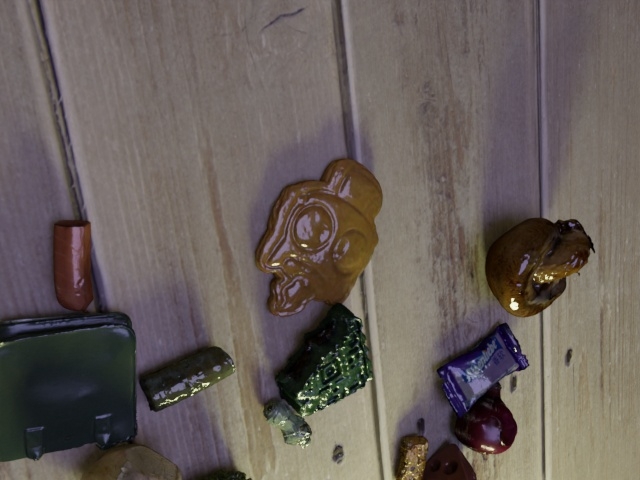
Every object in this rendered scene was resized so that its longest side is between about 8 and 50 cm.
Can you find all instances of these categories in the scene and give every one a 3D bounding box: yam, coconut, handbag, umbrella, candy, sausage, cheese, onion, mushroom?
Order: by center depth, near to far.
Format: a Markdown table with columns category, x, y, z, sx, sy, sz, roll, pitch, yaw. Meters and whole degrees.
| category | x | y | z | sx | sy | sz | roll | pitch | yaw |
| --- | --- | --- | --- | --- | --- | --- | --- | --- | --- |
| sausage | -0.433 | 0.050 | 1.148 | 0.065 | 0.065 | 0.169 | -3 | 104 | -30 |
| handbag | -0.455 | 0.263 | 1.162 | 0.248 | 0.079 | 0.259 | -4 | 110 | -28 |
| coconut | -0.355 | 0.472 | 1.217 | 0.195 | 0.194 | 0.194 | -7 | 105 | -29 |
| yam | -0.262 | 0.269 | 1.287 | 0.179 | 0.078 | 0.078 | -24 | 112 | -25 |
| umbrella | -0.068 | 0.409 | 1.442 | 0.067 | 0.062 | 0.143 | -43 | 115 | -10 |
| mushroom | 0.540 | 0.054 | 1.639 | 0.283 | 0.195 | 0.263 | -30 | 124 | -3 |
| cheese | 0.319 | 0.665 | 1.681 | 0.177 | 0.202 | 0.128 | -29 | 120 | 13 |
| candy | 0.425 | 0.333 | 1.700 | 0.275 | 0.070 | 0.145 | -29 | 95 | -23 |
| onion | 0.451 | 0.469 | 1.717 | 0.173 | 0.135 | 0.198 | 16 | 91 | -35 |

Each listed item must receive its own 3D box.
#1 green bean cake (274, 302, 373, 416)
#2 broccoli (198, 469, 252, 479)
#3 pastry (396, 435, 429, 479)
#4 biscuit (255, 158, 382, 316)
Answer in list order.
| category | x | y | z | sx | sy | sz | roll | pitch | yaw |
| --- | --- | --- | --- | --- | --- | --- | --- | --- | --- |
| green bean cake | 0.003 | 0.263 | 1.413 | 0.209 | 0.107 | 0.193 | -24 | 123 | -19 |
| broccoli | -0.219 | 0.585 | 1.368 | 0.243 | 0.273 | 0.180 | -1 | 57 | -21 |
| pastry | 0.232 | 0.566 | 1.657 | 0.080 | 0.056 | 0.140 | -1 | 104 | -19 |
| biscuit | 0.002 | 0.001 | 1.399 | 0.269 | 0.051 | 0.375 | 33 | 84 | -30 |
